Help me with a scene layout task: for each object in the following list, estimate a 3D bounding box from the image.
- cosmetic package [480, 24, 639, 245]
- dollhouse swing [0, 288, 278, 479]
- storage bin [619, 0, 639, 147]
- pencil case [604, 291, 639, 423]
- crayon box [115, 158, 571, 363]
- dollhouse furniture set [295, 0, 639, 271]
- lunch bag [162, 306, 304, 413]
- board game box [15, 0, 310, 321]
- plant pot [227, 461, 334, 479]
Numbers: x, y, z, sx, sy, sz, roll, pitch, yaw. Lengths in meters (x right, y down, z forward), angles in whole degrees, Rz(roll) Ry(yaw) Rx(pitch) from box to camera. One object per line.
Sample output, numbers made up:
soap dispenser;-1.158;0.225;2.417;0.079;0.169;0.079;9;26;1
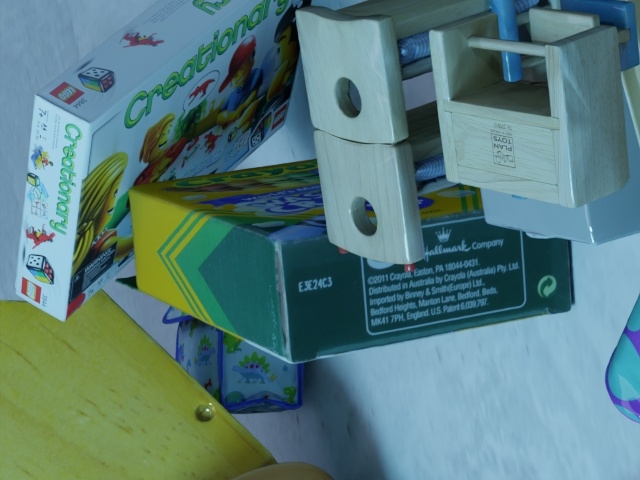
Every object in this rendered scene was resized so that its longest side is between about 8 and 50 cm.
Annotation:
cosmetic package;0.142;-0.124;1.087;0.127;0.107;0.238;19;124;64
dollhouse swing;-0.224;0.257;1.639;0.315;0.347;0.305;44;170;6
storage bin;0.251;-0.095;0.845;0.262;0.123;0.260;144;113;-64
pencil case;0.206;0.039;1.068;0.151;0.064;0.070;106;162;-46
crayon box;0.000;0.000;1.342;0.323;0.203;0.083;-164;67;-64
dollhouse furniture set;0.101;-0.057;0.953;0.184;0.129;0.129;15;120;50
lunch bag;-0.075;0.073;1.685;0.129;0.096;0.151;166;105;-66
board game box;-0.111;-0.097;1.466;0.053;0.305;0.193;29;135;16
plant pot;-0.035;0.343;1.498;0.203;0.291;0.291;43;139;31
